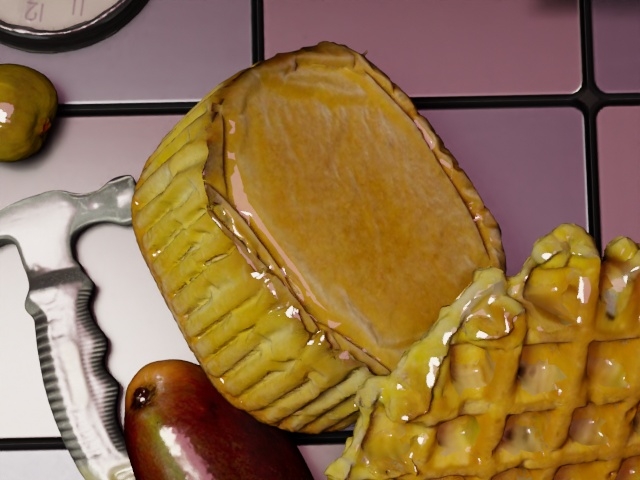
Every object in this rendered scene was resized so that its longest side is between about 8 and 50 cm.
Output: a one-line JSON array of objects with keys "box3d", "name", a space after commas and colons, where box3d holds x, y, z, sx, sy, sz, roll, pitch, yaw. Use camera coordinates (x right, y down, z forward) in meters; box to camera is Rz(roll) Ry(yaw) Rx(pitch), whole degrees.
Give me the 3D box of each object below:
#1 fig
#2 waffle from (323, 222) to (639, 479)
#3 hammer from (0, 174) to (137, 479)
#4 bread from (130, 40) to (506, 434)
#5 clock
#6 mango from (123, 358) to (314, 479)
[{"box3d": [-0.238, -0.097, 1.344, 0.088, 0.074, 0.074, 19, 83, 18], "name": "fig"}, {"box3d": [0.154, 0.142, 1.239, 0.325, 0.068, 0.302, -40, 128, 5], "name": "waffle"}, {"box3d": [-0.180, 0.077, 1.337, 0.158, 0.041, 0.227, -18, 84, -3], "name": "hammer"}, {"box3d": [0.000, 0.000, 1.272, 0.227, 0.142, 0.253, -32, 92, -43], "name": "bread"}, {"box3d": [-0.206, -0.235, 1.375, 0.184, 0.040, 0.185, 0, 82, -1], "name": "clock"}, {"box3d": [-0.054, 0.202, 1.281, 0.111, 0.133, 0.268, -19, 97, 19], "name": "mango"}]
